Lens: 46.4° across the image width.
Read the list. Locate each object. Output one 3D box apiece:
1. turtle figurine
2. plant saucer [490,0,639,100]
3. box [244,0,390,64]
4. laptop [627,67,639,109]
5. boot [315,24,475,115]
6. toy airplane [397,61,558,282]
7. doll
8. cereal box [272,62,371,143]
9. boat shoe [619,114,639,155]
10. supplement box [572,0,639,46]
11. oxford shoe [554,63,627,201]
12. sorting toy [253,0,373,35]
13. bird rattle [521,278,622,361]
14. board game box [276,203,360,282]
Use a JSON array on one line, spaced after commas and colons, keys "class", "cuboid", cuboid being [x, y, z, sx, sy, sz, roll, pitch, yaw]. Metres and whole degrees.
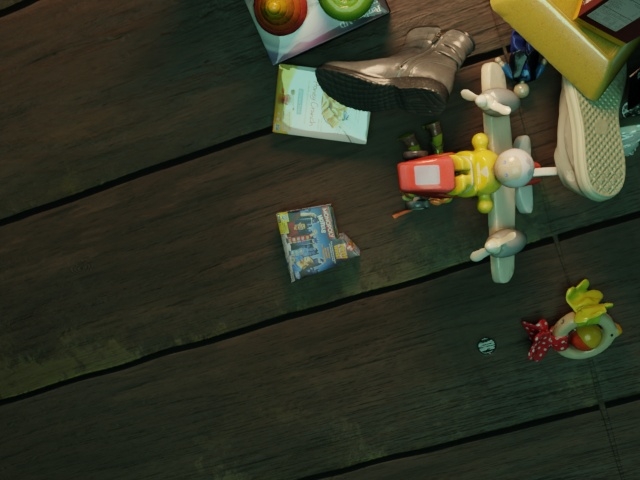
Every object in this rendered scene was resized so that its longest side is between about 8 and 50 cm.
[{"class": "turtle figurine", "cuboid": [0.273, -0.172, 1.858, 0.269, 0.087, 0.217, -23, 103, 12]}, {"class": "plant saucer", "cuboid": [0.592, -0.535, 1.638, 0.332, 0.081, 0.333, 40, 76, -6]}, {"class": "box", "cuboid": [-0.026, -0.599, 1.712, 0.296, 0.183, 0.294, -22, 105, 12]}, {"class": "laptop", "cuboid": [0.731, -0.449, 1.622, 0.136, 0.234, 0.265, -4, 81, 21]}, {"class": "boot", "cuboid": [0.176, -0.413, 1.756, 0.338, 0.223, 0.118, 15, 151, 20]}, {"class": "toy airplane", "cuboid": [0.405, -0.152, 1.707, 0.386, 0.272, 0.384, 44, 74, -16]}, {"class": "doll", "cuboid": [0.480, -0.434, 1.778, 0.129, 0.046, 0.189, -4, 113, -3]}, {"class": "cereal box", "cuboid": [0.008, -0.340, 1.855, 0.240, 0.047, 0.173, 7, 107, 4]}, {"class": "boat shoe", "cuboid": [0.719, -0.241, 1.802, 0.227, 0.079, 0.081, -16, 111, 17]}, {"class": "supplement box", "cuboid": [0.642, -0.534, 1.508, 0.129, 0.194, 0.191, 23, 79, -11]}, {"class": "oxford shoe", "cuboid": [0.612, -0.308, 1.727, 0.169, 0.130, 0.450, 3, 84, -17]}, {"class": "sorting toy", "cuboid": [0.027, -0.519, 1.571, 0.365, 0.126, 0.127, -11, 106, 8]}, {"class": "bird rattle", "cuboid": [0.660, 0.242, 1.929, 0.207, 0.143, 0.253, 31, 111, -21]}, {"class": "board game box", "cuboid": [0.000, 0.000, 1.953, 0.194, 0.060, 0.194, -9, 106, 7]}]
